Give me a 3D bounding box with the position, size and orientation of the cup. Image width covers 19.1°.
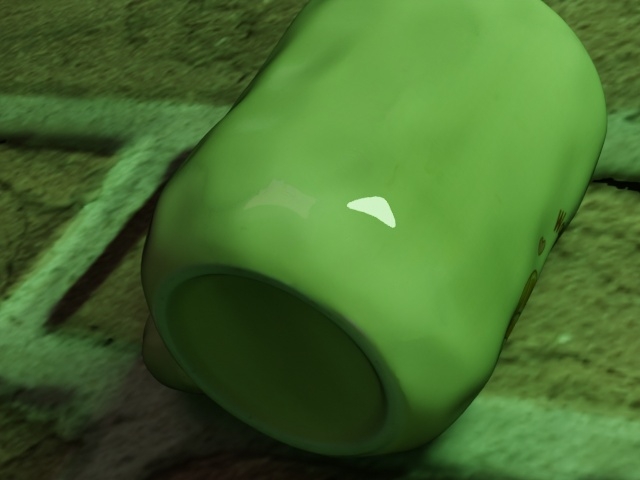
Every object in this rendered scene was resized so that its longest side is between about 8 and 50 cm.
[{"bbox_3d":[-0.007,-0.015,0.928,0.255,0.173,0.202,1,44,39],"label":"cup"}]
